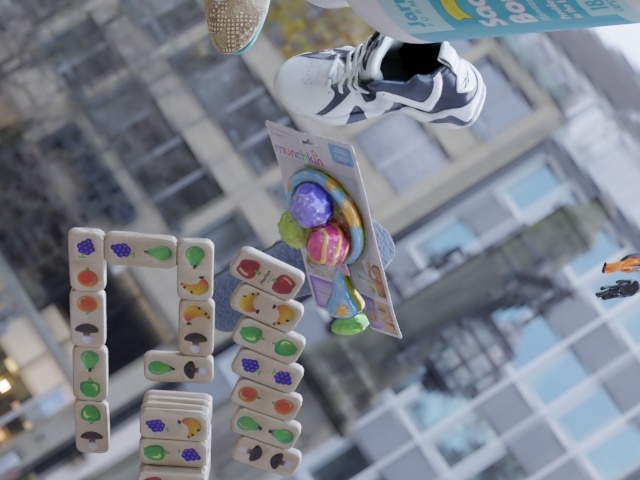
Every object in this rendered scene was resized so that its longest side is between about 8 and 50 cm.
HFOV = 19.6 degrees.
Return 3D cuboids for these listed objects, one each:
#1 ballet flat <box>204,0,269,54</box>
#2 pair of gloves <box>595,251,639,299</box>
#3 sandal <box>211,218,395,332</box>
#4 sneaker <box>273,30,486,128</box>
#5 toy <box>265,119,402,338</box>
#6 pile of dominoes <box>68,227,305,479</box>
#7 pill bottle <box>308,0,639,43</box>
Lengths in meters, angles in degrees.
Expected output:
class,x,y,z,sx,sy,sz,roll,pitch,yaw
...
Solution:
class,x,y,z,sx,sy,sz,roll,pitch,yaw
ballet flat,-0.076,-0.267,1.675,0.067,0.073,0.206,44,46,-50
pair of gloves,0.360,0.041,2.166,0.083,0.074,0.010,96,-19,-51
sandal,-0.034,0.032,2.295,0.054,0.254,0.097,-151,-138,-77
sneaker,0.048,-0.185,1.947,0.235,0.094,0.153,13,-19,21
toy,0.000,0.000,1.929,0.137,0.056,0.237,19,-43,45
pile of dominoes,-0.111,0.108,1.528,0.040,0.196,0.251,-84,178,-55
pill bottle,0.101,-0.188,1.043,0.264,0.146,0.146,-1,-54,40
